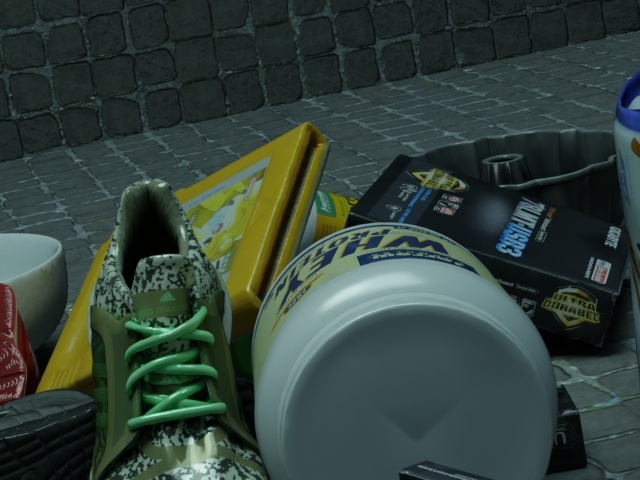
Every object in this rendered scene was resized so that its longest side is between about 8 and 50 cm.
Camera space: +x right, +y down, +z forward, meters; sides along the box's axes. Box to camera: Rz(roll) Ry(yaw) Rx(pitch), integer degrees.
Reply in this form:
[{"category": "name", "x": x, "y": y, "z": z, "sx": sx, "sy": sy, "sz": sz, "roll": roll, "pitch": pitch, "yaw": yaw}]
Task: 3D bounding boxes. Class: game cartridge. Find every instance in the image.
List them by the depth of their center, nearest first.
[{"category": "game cartridge", "x": -0.149, "y": 0.032, "z": 1.988, "sx": 0.324, "sy": 0.052, "sz": 0.285, "roll": -25, "pitch": 31, "yaw": 32}]

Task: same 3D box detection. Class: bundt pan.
[{"category": "bundt pan", "x": 0.237, "y": -0.045, "z": 2.349, "sx": 0.331, "sy": 0.124, "sz": 0.331, "roll": -8, "pitch": 13, "yaw": 2}]

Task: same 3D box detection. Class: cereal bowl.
[{"category": "cereal bowl", "x": -0.455, "y": 0.101, "z": 2.186, "sx": 0.339, "sy": 0.141, "sz": 0.339, "roll": -10, "pitch": 14, "yaw": 2}]

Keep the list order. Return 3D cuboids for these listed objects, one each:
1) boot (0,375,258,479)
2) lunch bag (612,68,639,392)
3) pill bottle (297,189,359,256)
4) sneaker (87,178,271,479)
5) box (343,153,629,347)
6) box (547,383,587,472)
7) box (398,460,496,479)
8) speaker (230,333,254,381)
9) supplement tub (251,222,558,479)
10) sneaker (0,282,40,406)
[{"category": "boot", "x": -0.210, "y": 0.178, "z": 1.776, "sx": 0.338, "sy": 0.118, "sz": 0.223, "roll": -7, "pitch": 8, "yaw": -10}, {"category": "lunch bag", "x": 0.376, "y": 0.005, "z": 1.623, "sx": 0.239, "sy": 0.327, "sz": 0.385, "roll": -1, "pitch": 14, "yaw": 26}, {"category": "pill bottle", "x": 0.000, "y": 0.000, "z": 2.186, "sx": 0.208, "sy": 0.117, "sz": 0.117, "roll": 13, "pitch": 3, "yaw": -25}, {"category": "sneaker", "x": -0.134, "y": 0.102, "z": 1.556, "sx": 0.158, "sy": 0.182, "sz": 0.410, "roll": -11, "pitch": 41, "yaw": -8}, {"category": "box", "x": 0.190, "y": 0.006, "z": 2.041, "sx": 0.293, "sy": 0.073, "sz": 0.295, "roll": 17, "pitch": 18, "yaw": 10}, {"category": "box", "x": 0.196, "y": 0.167, "z": 1.649, "sx": 0.062, "sy": 0.052, "sz": 0.083, "roll": -10, "pitch": 14, "yaw": 0}, {"category": "box", "x": 0.106, "y": 0.231, "z": 1.213, "sx": 0.029, "sy": 0.162, "sz": 0.116, "roll": -18, "pitch": 16, "yaw": -34}, {"category": "speaker", "x": -0.109, "y": 0.078, "z": 2.068, "sx": 0.131, "sy": 0.131, "sz": 0.296, "roll": -16, "pitch": 15, "yaw": -25}, {"category": "supplement tub", "x": 0.063, "y": 0.119, "z": 1.503, "sx": 0.235, "sy": 0.235, "sz": 0.325, "roll": -10, "pitch": 8, "yaw": -2}, {"category": "sneaker", "x": -0.330, "y": 0.163, "z": 1.974, "sx": 0.087, "sy": 0.128, "sz": 0.221, "roll": -10, "pitch": 49, "yaw": 10}]
